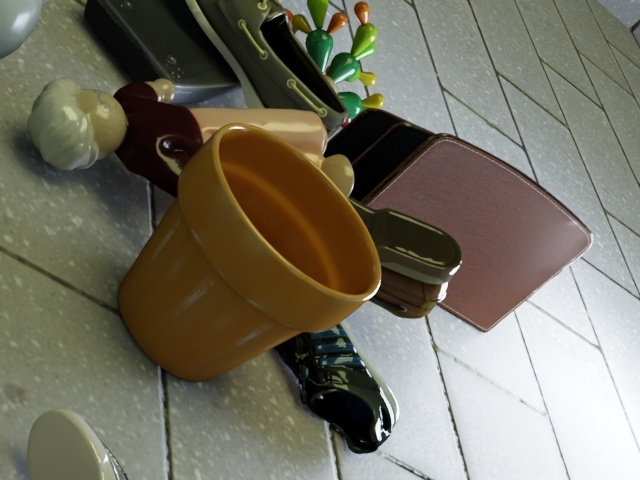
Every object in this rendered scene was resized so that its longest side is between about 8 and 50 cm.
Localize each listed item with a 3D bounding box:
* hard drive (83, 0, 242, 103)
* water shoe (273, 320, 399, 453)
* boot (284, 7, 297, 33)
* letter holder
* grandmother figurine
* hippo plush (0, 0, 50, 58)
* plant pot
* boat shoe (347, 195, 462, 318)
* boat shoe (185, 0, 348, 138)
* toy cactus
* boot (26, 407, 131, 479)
[{"bbox_3d":[-0.172,-0.239,1.755,0.172,0.054,0.254,51,24,7],"label":"hard drive"},{"bbox_3d":[0.003,0.127,1.490,0.203,0.073,0.080,46,27,-4],"label":"water shoe"},{"bbox_3d":[-0.079,-0.290,1.993,0.084,0.059,0.158,36,22,-6],"label":"boot"},{"bbox_3d":[0.171,-0.053,1.857,0.302,0.214,0.152,30,30,-34],"label":"letter holder"},{"bbox_3d":[-0.139,-0.104,1.487,0.342,0.104,0.208,6,28,-38],"label":"grandmother figurine"},{"bbox_3d":[-0.337,-0.283,1.333,0.294,0.234,0.236,45,7,38],"label":"hippo plush"},{"bbox_3d":[-0.081,0.028,1.356,0.205,0.188,0.205,38,26,-22],"label":"plant pot"},{"bbox_3d":[0.000,0.000,1.640,0.307,0.104,0.111,27,36,1],"label":"boat shoe"},{"bbox_3d":[-0.074,-0.247,1.754,0.305,0.091,0.109,59,24,4],"label":"boat shoe"},{"bbox_3d":[0.010,-0.227,1.971,0.180,0.112,0.219,-50,139,-35],"label":"toy cactus"},{"bbox_3d":[-0.155,0.215,1.123,0.190,0.069,0.086,64,20,13],"label":"boot"}]
